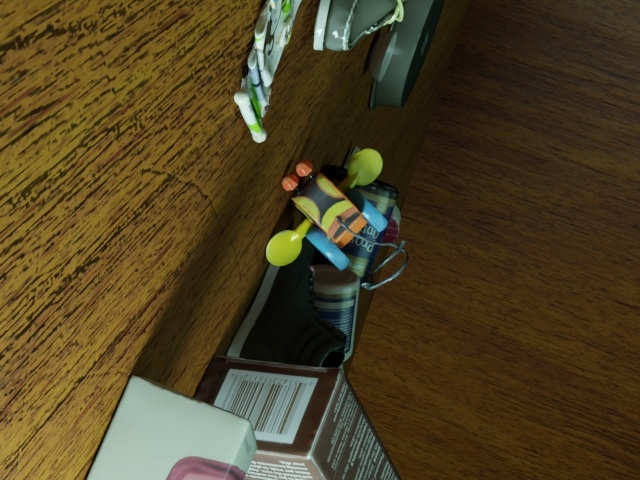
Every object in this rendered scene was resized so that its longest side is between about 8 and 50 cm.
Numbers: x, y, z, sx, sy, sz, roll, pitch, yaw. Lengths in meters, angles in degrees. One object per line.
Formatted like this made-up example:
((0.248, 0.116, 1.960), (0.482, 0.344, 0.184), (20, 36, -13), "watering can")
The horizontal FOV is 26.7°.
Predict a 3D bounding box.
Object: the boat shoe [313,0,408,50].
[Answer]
((0.069, -0.312, 1.609), (0.305, 0.091, 0.109), (-62, 170, -49), "boat shoe")

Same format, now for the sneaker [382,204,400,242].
((0.085, -0.057, 2.437), (0.252, 0.103, 0.111), (160, -56, -75), "sneaker")

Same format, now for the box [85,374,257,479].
((-0.163, 0.271, 1.307), (0.149, 0.126, 0.232), (89, 23, -71), "box")

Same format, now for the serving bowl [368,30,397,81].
((0.095, -0.296, 2.140), (0.083, 0.027, 0.083), (21, 90, -84), "serving bowl")

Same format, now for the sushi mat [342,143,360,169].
((0.000, 0.000, 2.293), (0.151, 0.019, 0.317), (100, 12, -62), "sushi mat")

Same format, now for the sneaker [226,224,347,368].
((-0.021, 0.107, 1.887), (0.105, 0.146, 0.296), (99, 11, -50), "sneaker")

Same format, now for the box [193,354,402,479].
((-0.013, 0.316, 1.760), (0.143, 0.191, 0.381), (-66, 147, -35), "box")

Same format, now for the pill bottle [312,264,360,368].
((0.005, 0.130, 2.023), (0.094, 0.094, 0.169), (-53, 151, -68), "pill bottle")

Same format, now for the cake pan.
((0.160, -0.360, 2.373), (0.293, 0.054, 0.293), (21, 90, -84), "cake pan")

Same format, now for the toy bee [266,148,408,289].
((0.017, -0.051, 1.792), (0.195, 0.162, 0.298), (-51, -162, -22), "toy bee")

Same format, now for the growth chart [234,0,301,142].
((-0.037, -0.222, 1.330), (0.172, 0.021, 0.237), (43, 67, -82), "growth chart")

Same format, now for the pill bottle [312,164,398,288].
((0.032, 0.003, 2.103), (0.123, 0.122, 0.219), (-21, 131, -81), "pill bottle")
